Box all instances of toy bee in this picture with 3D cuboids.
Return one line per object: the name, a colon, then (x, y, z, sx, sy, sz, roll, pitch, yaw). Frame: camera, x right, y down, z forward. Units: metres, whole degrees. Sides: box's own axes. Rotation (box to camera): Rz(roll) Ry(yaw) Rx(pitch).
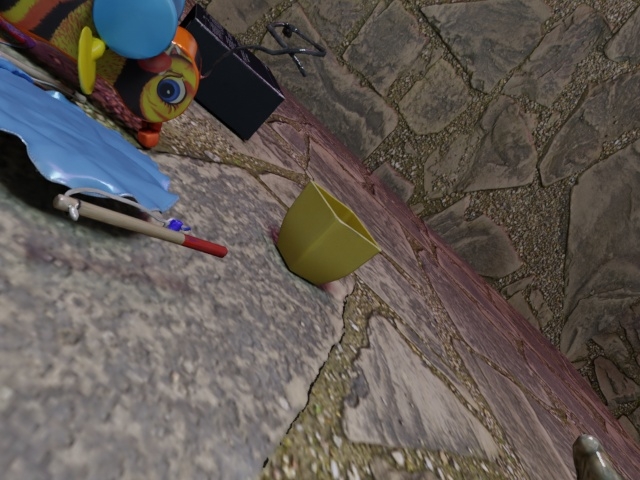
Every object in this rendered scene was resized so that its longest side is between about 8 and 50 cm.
toy bee: (-0.172, -0.170, 0.561, 0.298, 0.162, 0.195, 31, 28, -1)

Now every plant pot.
plant pot: (0.000, 0.000, 0.675, 0.081, 0.083, 0.081, 34, 16, -42)

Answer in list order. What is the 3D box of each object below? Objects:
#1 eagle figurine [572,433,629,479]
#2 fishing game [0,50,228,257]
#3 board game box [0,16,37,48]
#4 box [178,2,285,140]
eagle figurine: (0.123, 0.230, 0.197, 0.226, 0.225, 0.298, 7, 48, 7)
fishing game: (-0.185, -0.071, 0.422, 0.264, 0.041, 0.189, 42, 9, 30)
board game box: (-0.325, -0.245, 0.548, 0.169, 0.033, 0.133, 45, 13, 0)
box: (-0.173, -0.300, 1.056, 0.184, 0.103, 0.261, 36, 14, -24)
